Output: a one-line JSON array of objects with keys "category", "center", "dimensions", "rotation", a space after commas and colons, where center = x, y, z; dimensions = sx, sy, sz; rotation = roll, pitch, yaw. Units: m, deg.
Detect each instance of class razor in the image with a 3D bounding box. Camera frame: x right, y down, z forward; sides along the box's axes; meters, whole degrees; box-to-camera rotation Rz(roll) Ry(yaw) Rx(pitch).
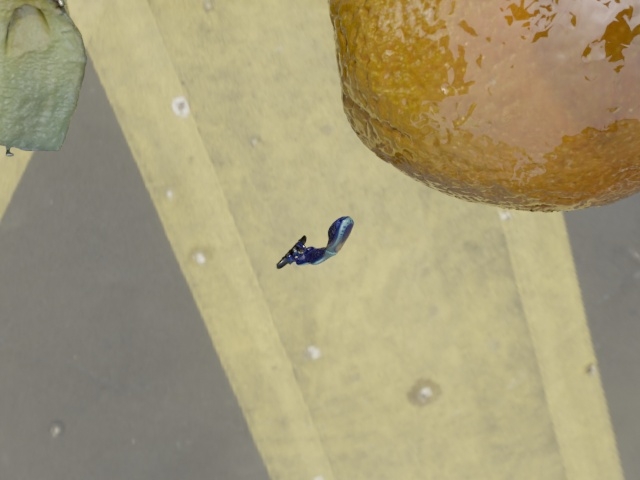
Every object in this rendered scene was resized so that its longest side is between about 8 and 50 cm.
[{"category": "razor", "center": [0.003, 0.003, 1.174], "dimensions": [0.028, 0.154, 0.044], "rotation": [45, 67, -6]}]

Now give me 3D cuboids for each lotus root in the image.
[{"category": "lotus root", "center": [-0.376, -0.224, 1.279], "dimensions": [0.267, 0.149, 0.260], "rotation": [0, 144, -26]}]

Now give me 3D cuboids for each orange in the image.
[{"category": "orange", "center": [0.181, -0.183, 1.069], "dimensions": [0.356, 0.322, 0.322], "rotation": [-5, 123, 19]}]
